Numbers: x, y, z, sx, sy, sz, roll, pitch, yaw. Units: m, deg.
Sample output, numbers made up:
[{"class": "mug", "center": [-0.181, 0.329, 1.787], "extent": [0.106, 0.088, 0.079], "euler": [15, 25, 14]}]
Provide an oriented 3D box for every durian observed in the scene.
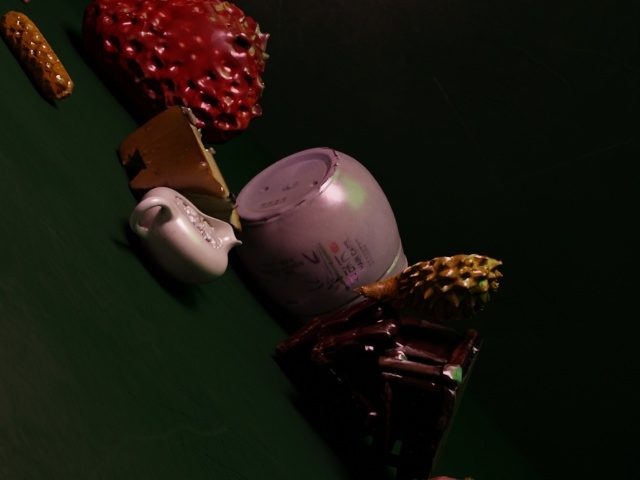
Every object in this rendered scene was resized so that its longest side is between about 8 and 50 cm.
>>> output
[{"class": "durian", "center": [0.158, 0.078, 1.540], "extent": [0.140, 0.224, 0.078], "euler": [113, -32, -71]}]

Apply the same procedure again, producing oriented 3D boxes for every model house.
[{"class": "model house", "center": [0.064, 0.220, 1.619], "extent": [0.282, 0.297, 0.317], "euler": [21, 18, 11]}]

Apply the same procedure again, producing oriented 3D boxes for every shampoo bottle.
[{"class": "shampoo bottle", "center": [0.000, 0.000, 1.882], "extent": [0.266, 0.273, 0.273], "euler": [58, 3, -26]}]

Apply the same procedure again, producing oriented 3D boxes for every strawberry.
[{"class": "strawberry", "center": [-0.279, -0.328, 2.004], "extent": [0.345, 0.295, 0.317], "euler": [15, 39, -18]}]

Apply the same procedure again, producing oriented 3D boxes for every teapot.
[{"class": "teapot", "center": [-0.187, -0.006, 1.413], "extent": [0.145, 0.092, 0.226], "euler": [51, 7, 22]}]

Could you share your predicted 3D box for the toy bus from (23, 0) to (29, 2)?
[{"class": "toy bus", "center": [-0.501, -0.443, 1.851], "extent": [0.031, 0.043, 0.110], "euler": [43, 12, -34]}]

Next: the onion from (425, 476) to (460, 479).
[{"class": "onion", "center": [0.151, 0.381, 1.423], "extent": [0.195, 0.159, 0.159], "euler": [25, 19, -27]}]

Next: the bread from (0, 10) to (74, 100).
[{"class": "bread", "center": [-0.401, -0.261, 1.531], "extent": [0.157, 0.044, 0.052], "euler": [53, 12, 18]}]

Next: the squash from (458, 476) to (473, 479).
[{"class": "squash", "center": [0.270, 0.480, 1.806], "extent": [0.123, 0.123, 0.187], "euler": [57, 5, 39]}]

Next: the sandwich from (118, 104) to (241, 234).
[{"class": "sandwich", "center": [-0.201, -0.083, 1.607], "extent": [0.122, 0.128, 0.236], "euler": [51, 6, -38]}]
